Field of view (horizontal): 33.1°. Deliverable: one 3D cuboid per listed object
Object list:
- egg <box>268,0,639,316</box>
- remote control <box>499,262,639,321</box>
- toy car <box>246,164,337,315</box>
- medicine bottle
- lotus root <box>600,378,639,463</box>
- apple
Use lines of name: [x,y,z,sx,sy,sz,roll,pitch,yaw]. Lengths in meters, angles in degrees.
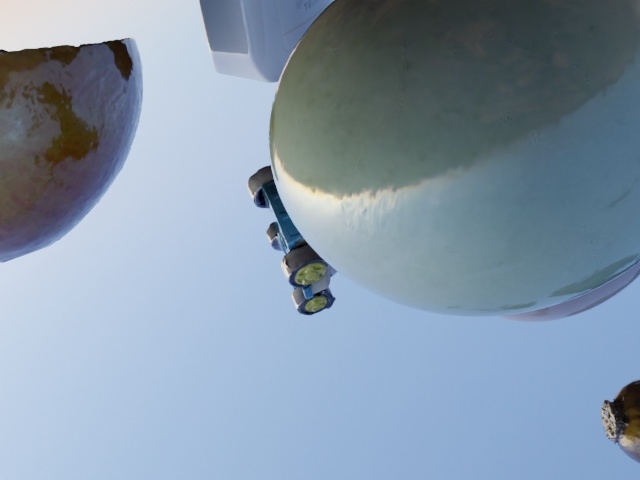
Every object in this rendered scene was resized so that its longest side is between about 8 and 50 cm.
egg: [0.072,-0.045,0.438,0.192,0.149,0.149,-12,-166,-25]
remote control: [0.192,-0.044,0.958,0.221,0.332,0.103,-36,-138,11]
toy car: [0.000,0.000,1.072,0.098,0.161,0.126,-22,-124,-1]
medicine bottle: [-0.068,-0.347,1.160,0.124,0.324,0.179,17,-136,28]
lotus root: [0.451,0.235,1.360,0.209,0.120,0.120,12,-166,-17]
apple: [-0.283,-0.115,1.101,0.254,0.179,0.346,-50,177,19]
